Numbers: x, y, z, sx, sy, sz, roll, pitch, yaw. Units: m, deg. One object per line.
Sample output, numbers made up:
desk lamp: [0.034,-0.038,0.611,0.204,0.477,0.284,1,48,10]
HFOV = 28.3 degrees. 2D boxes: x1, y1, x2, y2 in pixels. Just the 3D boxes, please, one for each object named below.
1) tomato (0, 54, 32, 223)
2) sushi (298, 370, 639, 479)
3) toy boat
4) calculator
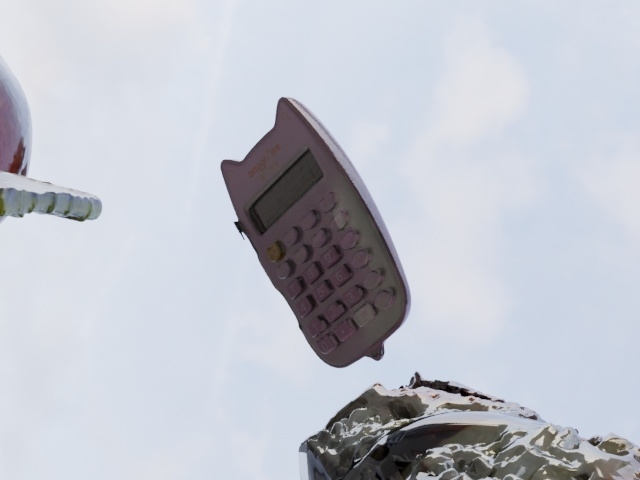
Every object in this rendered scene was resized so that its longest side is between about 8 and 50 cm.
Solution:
tomato: [-0.318,-0.084,0.966,0.185,0.208,0.208,-1,-95,15]
sushi: [0.076,0.148,0.633,0.332,0.130,0.124,8,-66,67]
toy boat: [-0.151,-0.022,0.600,0.063,0.115,0.016,14,-88,13]
calculator: [0.001,0.000,1.387,0.194,0.043,0.294,-42,-109,44]
